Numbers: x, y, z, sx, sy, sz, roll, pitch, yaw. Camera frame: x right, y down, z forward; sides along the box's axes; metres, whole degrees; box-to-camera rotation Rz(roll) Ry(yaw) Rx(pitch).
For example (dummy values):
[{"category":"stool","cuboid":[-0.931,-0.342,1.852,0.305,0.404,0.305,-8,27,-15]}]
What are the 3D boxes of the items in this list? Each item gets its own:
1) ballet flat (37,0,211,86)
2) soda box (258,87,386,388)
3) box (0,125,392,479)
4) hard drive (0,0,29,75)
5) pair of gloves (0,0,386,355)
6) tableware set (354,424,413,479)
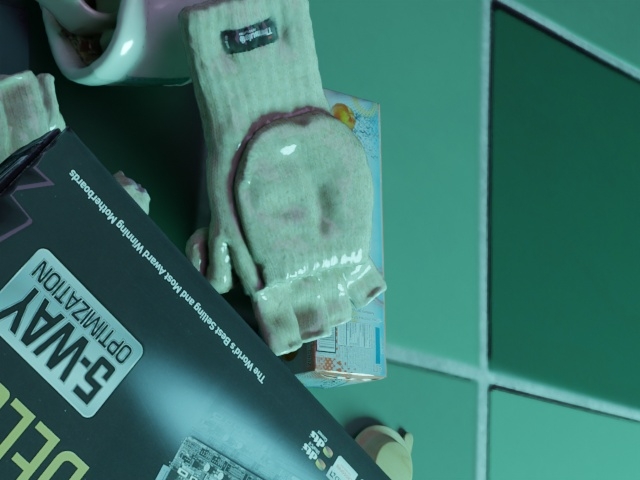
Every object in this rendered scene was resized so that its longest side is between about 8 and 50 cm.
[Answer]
[{"category":"ballet flat","cuboid":[-0.166,-0.263,0.596,0.139,0.139,0.400,-34,103,-40]},{"category":"soda box","cuboid":[0.000,0.000,0.706,0.058,0.063,0.183,11,72,-36]},{"category":"box","cuboid":[-0.099,0.144,0.495,0.307,0.076,0.242,50,55,-20]},{"category":"hard drive","cuboid":[-0.200,-0.067,0.588,0.094,0.022,0.135,7,73,-38]},{"category":"pair of gloves","cuboid":[-0.085,-0.009,0.592,0.240,0.042,0.204,-26,105,-20]},{"category":"tableware set","cuboid":[0.008,0.175,0.693,0.169,0.020,0.141,22,65,-33]}]
